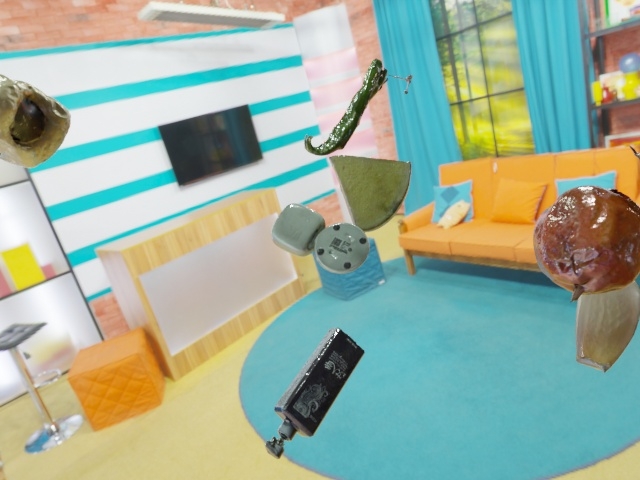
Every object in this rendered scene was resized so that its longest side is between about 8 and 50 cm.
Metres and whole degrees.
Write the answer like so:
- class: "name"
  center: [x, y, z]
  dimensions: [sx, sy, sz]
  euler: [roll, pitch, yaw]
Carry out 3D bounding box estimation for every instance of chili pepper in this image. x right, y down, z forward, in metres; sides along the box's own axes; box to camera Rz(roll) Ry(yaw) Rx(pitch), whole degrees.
- class: "chili pepper"
  center: [0.081, -0.337, 1.143]
  dimensions: [0.076, 0.085, 0.359]
  euler: [16, 57, 30]

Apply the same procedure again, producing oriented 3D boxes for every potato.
- class: "potato"
  center: [0.145, -0.133, 1.434]
  dimensions: [0.269, 0.255, 0.112]
  euler: [6, -18, 11]

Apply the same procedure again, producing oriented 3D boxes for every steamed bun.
- class: "steamed bun"
  center: [-0.548, -0.217, 0.757]
  dimensions: [0.172, 0.140, 0.155]
  euler: [22, -8, -4]

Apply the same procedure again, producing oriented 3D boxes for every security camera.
- class: "security camera"
  center: [0.000, 0.000, 1.290]
  dimensions: [0.301, 0.080, 0.157]
  euler: [25, 68, 20]

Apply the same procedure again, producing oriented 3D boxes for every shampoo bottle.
- class: "shampoo bottle"
  center: [-0.018, 0.345, 1.005]
  dimensions: [0.309, 0.098, 0.071]
  euler: [-50, 12, -31]

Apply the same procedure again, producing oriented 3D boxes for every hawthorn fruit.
- class: "hawthorn fruit"
  center: [0.442, 0.003, 0.725]
  dimensions: [0.173, 0.173, 0.179]
  euler: [-13, 37, 10]

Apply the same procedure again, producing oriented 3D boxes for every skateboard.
- class: "skateboard"
  center: [0.237, -0.489, 1.372]
  dimensions: [0.083, 0.064, 0.032]
  euler: [17, -17, 3]

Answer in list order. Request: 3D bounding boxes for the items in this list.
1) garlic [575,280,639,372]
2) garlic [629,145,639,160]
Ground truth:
- class: "garlic"
  center: [0.771, 0.198, 1.194]
  dimensions: [0.143, 0.112, 0.318]
  euler: [6, 67, 37]
- class: "garlic"
  center: [0.602, -0.147, 0.746]
  dimensions: [0.128, 0.115, 0.207]
  euler: [14, -12, 26]
